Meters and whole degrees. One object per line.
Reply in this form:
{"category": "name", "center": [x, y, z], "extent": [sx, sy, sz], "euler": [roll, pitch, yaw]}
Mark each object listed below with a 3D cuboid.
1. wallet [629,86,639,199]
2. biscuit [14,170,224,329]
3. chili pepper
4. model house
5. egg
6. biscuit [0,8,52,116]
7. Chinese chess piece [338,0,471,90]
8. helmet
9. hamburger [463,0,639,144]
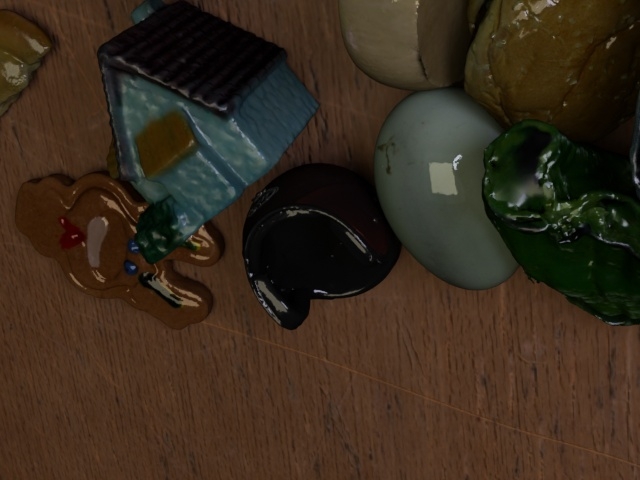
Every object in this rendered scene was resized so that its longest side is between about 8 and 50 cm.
{"category": "wallet", "center": [0.412, -0.182, 0.906], "extent": [0.075, 0.342, 0.237], "euler": [21, 121, 45]}
{"category": "biscuit", "center": [-0.304, 0.004, 1.359], "extent": [0.333, 0.047, 0.202], "euler": [23, 116, 10]}
{"category": "chili pepper", "center": [0.314, -0.020, 0.988], "extent": [0.213, 0.385, 0.168], "euler": [3, 76, 36]}
{"category": "model house", "center": [-0.180, -0.160, 1.121], "extent": [0.230, 0.280, 0.249], "euler": [-37, 102, 25]}
{"category": "egg", "center": [0.164, -0.059, 1.101], "extent": [0.182, 0.183, 0.264], "euler": [-13, 115, 23]}
{"category": "biscuit", "center": [-0.509, -0.222, 1.341], "extent": [0.154, 0.045, 0.299], "euler": [40, 117, 2]}
{"category": "Chinese chess piece", "center": [0.115, -0.286, 0.990], "extent": [0.103, 0.249, 0.250], "euler": [17, 116, 26]}
{"category": "helmet", "center": [0.000, 0.000, 1.171], "extent": [0.189, 0.193, 0.216], "euler": [-39, 137, 27]}
{"category": "hamburger", "center": [0.260, -0.202, 0.975], "extent": [0.308, 0.132, 0.211], "euler": [26, 123, -39]}
